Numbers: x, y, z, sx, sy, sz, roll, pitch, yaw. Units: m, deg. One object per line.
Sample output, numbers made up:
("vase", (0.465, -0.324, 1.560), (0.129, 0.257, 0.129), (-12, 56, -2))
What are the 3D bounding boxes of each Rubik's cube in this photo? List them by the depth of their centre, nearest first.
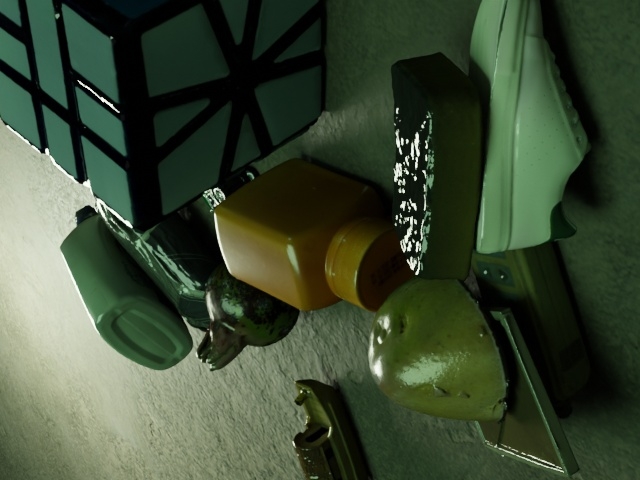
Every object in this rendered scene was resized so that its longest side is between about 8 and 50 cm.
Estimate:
("Rubik's cube", (-0.185, -0.231, 1.471), (0.283, 0.288, 0.293), (34, 145, 32))

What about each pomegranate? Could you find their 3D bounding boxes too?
("pomegranate", (-0.110, 0.094, 1.801), (0.125, 0.163, 0.138), (54, 176, 36))

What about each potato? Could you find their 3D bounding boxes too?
("potato", (0.113, 0.126, 1.433), (0.202, 0.117, 0.182), (-135, 29, -65))

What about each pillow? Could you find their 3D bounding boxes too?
("pillow", (-0.231, 0.007, 1.947), (0.335, 0.092, 0.161), (49, 168, 8))

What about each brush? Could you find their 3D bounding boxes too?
("brush", (0.106, -0.069, 1.265), (0.123, 0.059, 0.197), (-114, 20, -60))

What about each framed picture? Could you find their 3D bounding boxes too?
("framed picture", (0.191, 0.156, 1.451), (0.189, 0.023, 0.260), (66, 169, -3))

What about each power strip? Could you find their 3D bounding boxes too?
("power strip", (0.197, 0.023, 1.379), (0.092, 0.066, 0.387), (9, 127, 55))

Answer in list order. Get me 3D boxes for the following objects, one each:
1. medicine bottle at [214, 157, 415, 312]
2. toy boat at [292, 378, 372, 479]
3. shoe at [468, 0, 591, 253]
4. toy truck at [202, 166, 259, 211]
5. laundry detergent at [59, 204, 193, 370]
("medicine bottle", (0.000, 0.001, 1.554), (0.222, 0.149, 0.112), (24, 138, 42))
("toy boat", (0.008, 0.294, 1.888), (0.068, 0.088, 0.226), (17, 133, 49))
("shoe", (0.197, -0.116, 1.239), (0.095, 0.110, 0.265), (-111, 24, -70))
("toy truck", (-0.147, -0.107, 1.748), (0.147, 0.065, 0.079), (57, 152, -1))
("laundry detergent", (-0.310, 0.056, 2.052), (0.215, 0.105, 0.280), (44, -172, -46))
